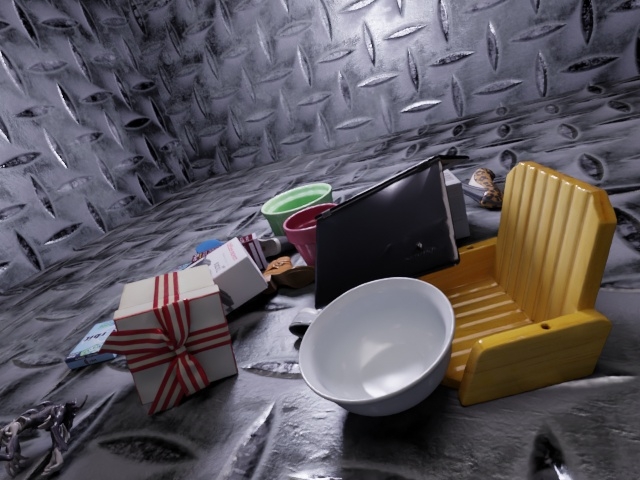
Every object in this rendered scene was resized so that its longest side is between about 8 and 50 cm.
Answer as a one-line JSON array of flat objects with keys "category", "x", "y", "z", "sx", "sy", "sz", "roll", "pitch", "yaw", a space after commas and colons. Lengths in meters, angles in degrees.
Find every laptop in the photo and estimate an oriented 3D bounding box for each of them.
[{"category": "laptop", "x": 0.196, "y": -0.034, "z": 1.042, "sx": 0.382, "sy": 0.236, "sz": 0.408, "roll": -24, "pitch": -4, "yaw": 36}]

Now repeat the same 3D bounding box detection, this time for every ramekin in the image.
[{"category": "ramekin", "x": -0.079, "y": -0.111, "z": 1.663, "sx": 0.304, "sy": 0.148, "sz": 0.303, "roll": -16, "pitch": 22, "yaw": 7}]

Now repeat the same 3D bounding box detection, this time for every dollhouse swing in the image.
[{"category": "dollhouse swing", "x": 0.324, "y": 0.053, "z": 0.777, "sx": 0.315, "sy": 0.304, "sz": 0.346, "roll": -17, "pitch": 24, "yaw": 5}]

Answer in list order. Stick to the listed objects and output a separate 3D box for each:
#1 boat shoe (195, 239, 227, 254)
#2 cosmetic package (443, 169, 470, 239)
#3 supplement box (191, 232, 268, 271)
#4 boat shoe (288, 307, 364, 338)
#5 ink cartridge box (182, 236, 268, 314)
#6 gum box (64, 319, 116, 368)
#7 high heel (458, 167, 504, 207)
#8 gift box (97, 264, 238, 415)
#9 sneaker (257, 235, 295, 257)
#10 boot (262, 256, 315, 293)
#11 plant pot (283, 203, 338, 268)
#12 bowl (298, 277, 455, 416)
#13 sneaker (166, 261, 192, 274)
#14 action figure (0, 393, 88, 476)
[{"category": "boat shoe", "x": -0.408, "y": 0.062, "z": 1.612, "sx": 0.258, "sy": 0.089, "sz": 0.109, "roll": 11, "pitch": 49, "yaw": 42}, {"category": "cosmetic package", "x": 0.360, "y": -0.101, "z": 1.253, "sx": 0.152, "sy": 0.183, "sz": 0.151, "roll": -15, "pitch": 23, "yaw": 8}, {"category": "supplement box", "x": -0.324, "y": 0.078, "z": 1.444, "sx": 0.240, "sy": 0.130, "sz": 0.073, "roll": -20, "pitch": 22, "yaw": -7}, {"category": "boat shoe", "x": 0.008, "y": 0.218, "z": 0.949, "sx": 0.228, "sy": 0.079, "sz": 0.081, "roll": 0, "pitch": 35, "yaw": 50}, {"category": "ink cartridge box", "x": -0.343, "y": 0.145, "z": 1.245, "sx": 0.308, "sy": 0.129, "sz": 0.223, "roll": -33, "pitch": 24, "yaw": -8}, {"category": "gum box", "x": -0.694, "y": 0.321, "z": 1.289, "sx": 0.157, "sy": 0.041, "sz": 0.184, "roll": -15, "pitch": 22, "yaw": 7}, {"category": "high heel", "x": 0.611, "y": -0.180, "z": 1.420, "sx": 0.261, "sy": 0.093, "sz": 0.186, "roll": -21, "pitch": 42, "yaw": -38}, {"category": "gift box", "x": -0.361, "y": 0.233, "z": 0.971, "sx": 0.277, "sy": 0.255, "sz": 0.258, "roll": -19, "pitch": 20, "yaw": -17}, {"category": "sneaker", "x": -0.179, "y": 0.022, "z": 1.557, "sx": 0.118, "sy": 0.083, "sz": 0.222, "roll": -12, "pitch": 7, "yaw": -39}, {"category": "boot", "x": -0.104, "y": 0.095, "z": 1.308, "sx": 0.197, "sy": 0.072, "sz": 0.152, "roll": -15, "pitch": 22, "yaw": 8}, {"category": "plant pot", "x": 0.000, "y": 0.000, "z": 1.305, "sx": 0.202, "sy": 0.180, "sz": 0.201, "roll": -16, "pitch": 22, "yaw": 7}, {"category": "bowl", "x": 0.119, "y": 0.216, "z": 0.754, "sx": 0.298, "sy": 0.134, "sz": 0.297, "roll": -22, "pitch": 26, "yaw": 11}, {"category": "sneaker", "x": -0.486, "y": 0.112, "z": 1.529, "sx": 0.262, "sy": 0.104, "sz": 0.125, "roll": -20, "pitch": 20, "yaw": -4}, {"category": "action figure", "x": -0.633, "y": 0.437, "z": 0.863, "sx": 0.164, "sy": 0.140, "sz": 0.276, "roll": -18, "pitch": -5, "yaw": 24}]
